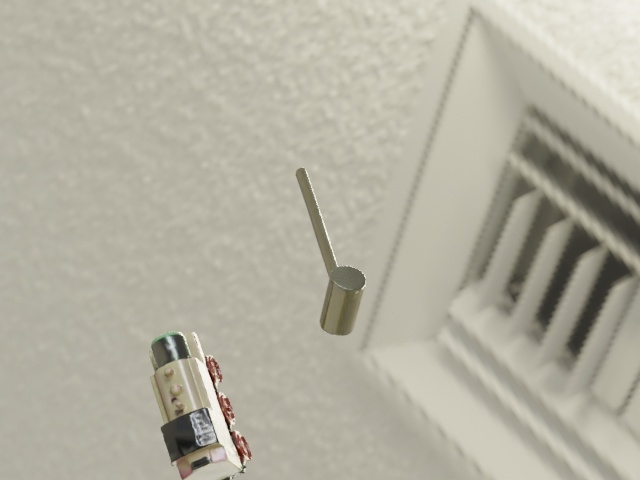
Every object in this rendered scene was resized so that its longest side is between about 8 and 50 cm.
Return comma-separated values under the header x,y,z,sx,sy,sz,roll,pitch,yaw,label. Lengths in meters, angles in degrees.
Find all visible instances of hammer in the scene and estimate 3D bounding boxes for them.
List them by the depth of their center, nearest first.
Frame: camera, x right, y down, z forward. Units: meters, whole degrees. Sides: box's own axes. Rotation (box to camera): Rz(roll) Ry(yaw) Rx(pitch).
x,y,z,sx,sy,sz,roll,pitch,yaw,label
0.000,0.000,1.016,0.110,0.019,0.035,-110,-156,-43,hammer

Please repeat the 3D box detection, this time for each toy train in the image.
x,y,z,sx,sy,sz,roll,pitch,yaw,label
-0.102,0.133,1.518,0.138,0.050,0.087,69,8,27,toy train
